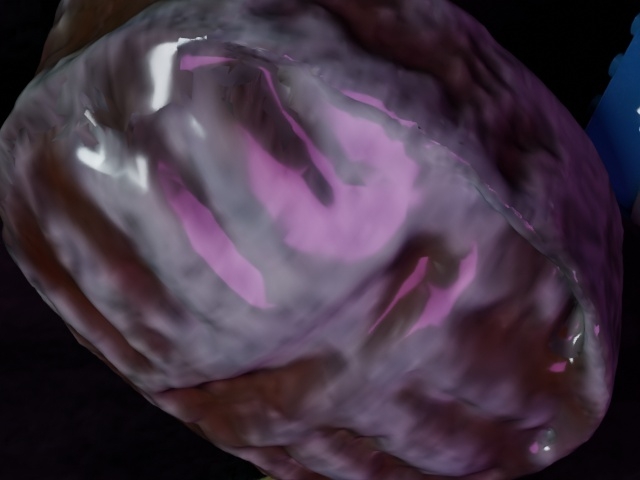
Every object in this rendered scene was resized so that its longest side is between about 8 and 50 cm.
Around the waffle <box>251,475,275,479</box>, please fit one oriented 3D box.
[{"bbox_3d":[0.011,0.205,0.831,0.204,0.054,0.223,-28,118,-7],"label":"waffle"}]

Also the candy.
[{"bbox_3d":[0.000,0.000,0.652,0.289,0.157,0.214,39,128,-19],"label":"candy"}]

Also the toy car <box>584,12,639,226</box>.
[{"bbox_3d":[0.177,-0.060,0.740,0.191,0.100,0.097,3,117,-59],"label":"toy car"}]
